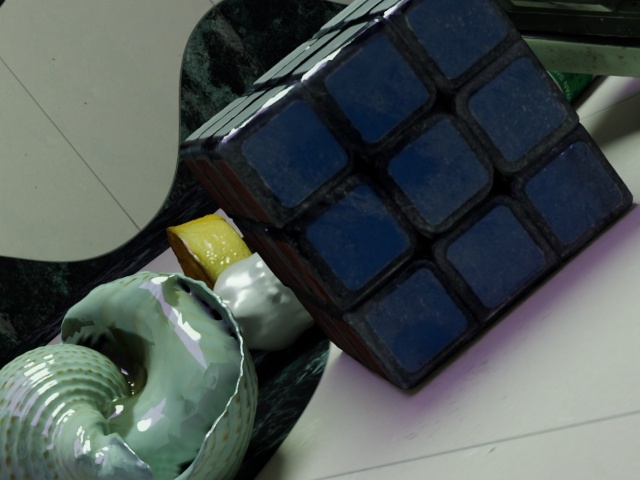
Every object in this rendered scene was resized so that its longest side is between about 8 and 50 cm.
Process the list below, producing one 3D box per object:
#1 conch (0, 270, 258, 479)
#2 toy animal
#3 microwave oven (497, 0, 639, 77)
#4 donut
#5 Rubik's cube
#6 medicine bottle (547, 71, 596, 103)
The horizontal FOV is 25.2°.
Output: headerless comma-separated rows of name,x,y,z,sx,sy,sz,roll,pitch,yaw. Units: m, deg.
conch,-0.186,0.194,1.451,0.303,0.215,0.319,-47,45,-16
toy animal,0.000,0.000,1.739,0.357,0.194,0.258,-42,16,15
microwave oven,0.296,-0.348,1.510,0.394,0.333,0.247,10,34,33
donut,-0.167,0.029,2.196,0.101,0.152,0.259,-32,12,-9
Rubik's cube,0.075,-0.070,1.450,0.301,0.305,0.304,-39,13,-8
medicine bottle,0.289,-0.206,1.850,0.260,0.095,0.095,-44,12,-30
